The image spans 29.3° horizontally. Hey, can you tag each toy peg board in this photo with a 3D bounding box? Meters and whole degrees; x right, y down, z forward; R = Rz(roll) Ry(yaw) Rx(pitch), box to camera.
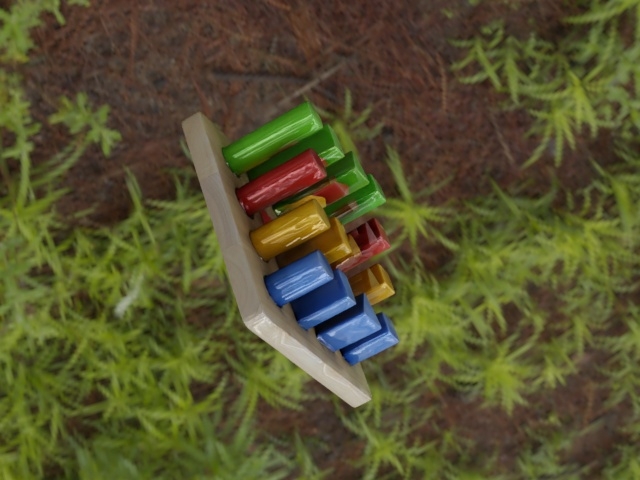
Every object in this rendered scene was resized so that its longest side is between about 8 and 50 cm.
[{"bbox_3d":[0.000,0.000,0.789,0.079,0.161,0.161,-29,146,13],"label":"toy peg board"}]
